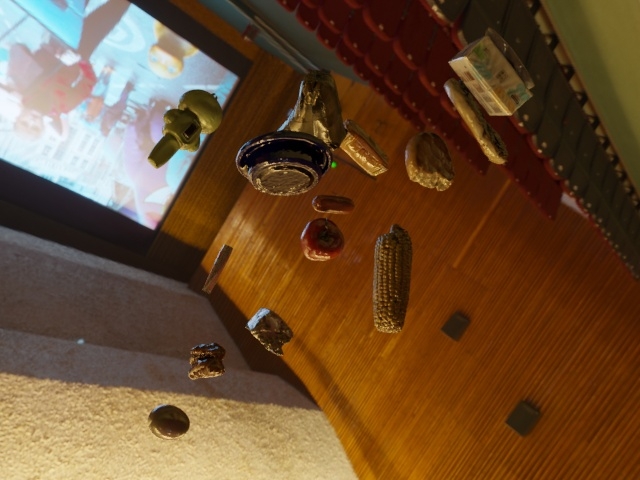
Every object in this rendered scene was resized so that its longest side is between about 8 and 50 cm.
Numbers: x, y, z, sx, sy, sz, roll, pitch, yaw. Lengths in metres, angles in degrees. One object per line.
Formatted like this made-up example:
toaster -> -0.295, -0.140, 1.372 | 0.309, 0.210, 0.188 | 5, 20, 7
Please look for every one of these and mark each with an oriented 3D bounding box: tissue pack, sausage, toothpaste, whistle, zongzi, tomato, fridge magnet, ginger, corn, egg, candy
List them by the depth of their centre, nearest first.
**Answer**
fridge magnet -> -0.097, -0.206, 1.238 | 0.265, 0.113, 0.265 | -3, 158, -1
whistle -> -0.396, -0.327, 1.302 | 0.141, 0.294, 0.141 | 38, 162, 15
corn -> 0.212, 0.109, 1.335 | 0.119, 0.322, 0.119 | 4, 164, 1
ginger -> -0.350, 0.361, 1.365 | 0.162, 0.103, 0.073 | -21, 144, 35
tissue pack -> 0.531, -0.511, 1.376 | 0.229, 0.145, 0.159 | 46, -171, -12
egg -> -0.485, 0.582, 1.447 | 0.135, 0.103, 0.103 | 25, -173, -9
zongzi -> -0.065, -0.423, 1.458 | 0.274, 0.125, 0.251 | 12, 139, 24
toothpaste -> -0.394, 0.109, 1.734 | 0.042, 0.195, 0.067 | 20, 164, 16
tomato -> 0.000, 0.000, 1.832 | 0.187, 0.187, 0.151 | 30, 158, -9
sausage -> 0.053, -0.150, 1.882 | 0.197, 0.076, 0.076 | 4, -159, -34
candy -> -0.226, 0.405, 2.026 | 0.185, 0.137, 0.195 | 48, 163, -10

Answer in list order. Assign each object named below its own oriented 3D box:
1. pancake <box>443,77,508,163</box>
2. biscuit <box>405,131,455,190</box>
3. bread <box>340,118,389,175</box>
pancake -> 0.587, -0.446, 1.693 | 0.382, 0.071, 0.382 | 38, -145, -33
biscuit -> 0.420, -0.310, 1.758 | 0.274, 0.213, 0.091 | 16, 161, -39
bread -> 0.191, -0.422, 2.074 | 0.288, 0.119, 0.153 | 39, -150, -22
